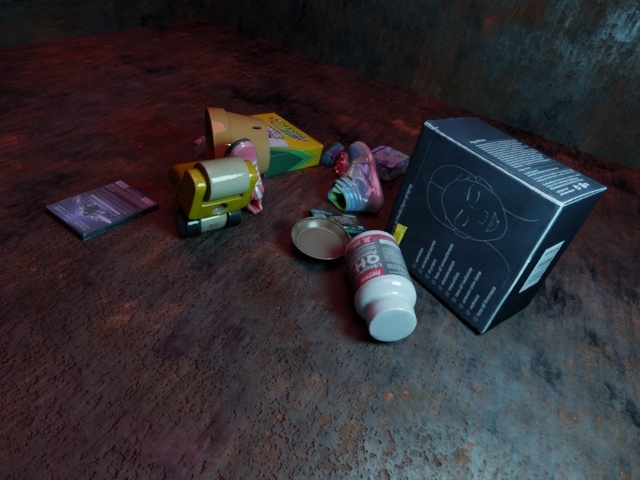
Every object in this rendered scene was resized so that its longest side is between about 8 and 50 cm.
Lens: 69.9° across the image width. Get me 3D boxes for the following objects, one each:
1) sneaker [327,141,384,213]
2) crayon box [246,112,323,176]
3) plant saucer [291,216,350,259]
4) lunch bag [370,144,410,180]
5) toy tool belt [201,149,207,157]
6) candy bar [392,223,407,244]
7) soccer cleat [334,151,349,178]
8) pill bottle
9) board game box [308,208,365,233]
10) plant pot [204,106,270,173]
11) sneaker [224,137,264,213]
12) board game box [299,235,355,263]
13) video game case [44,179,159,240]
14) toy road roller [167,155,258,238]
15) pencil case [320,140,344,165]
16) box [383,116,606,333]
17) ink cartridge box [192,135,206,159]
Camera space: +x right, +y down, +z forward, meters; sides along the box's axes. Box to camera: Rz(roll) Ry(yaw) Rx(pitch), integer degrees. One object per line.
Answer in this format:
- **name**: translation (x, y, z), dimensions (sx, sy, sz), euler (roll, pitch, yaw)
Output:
- **sneaker**: translation (0.112, -0.251, 1.792), dimensions (0.208, 0.127, 0.319), euler (-6, 65, -20)
- **crayon box**: translation (-0.225, -0.430, 2.002), dimensions (0.313, 0.106, 0.363), euler (-22, 49, -39)
- **plant saucer**: translation (0.000, 0.000, 1.508), dimensions (0.198, 0.036, 0.199), euler (8, 42, -7)
- **lunch bag**: translation (0.293, -0.359, 2.099), dimensions (0.176, 0.090, 0.219), euler (30, 38, 25)
- **toy tool belt**: translation (-0.443, -0.342, 1.868), dimensions (0.083, 0.052, 0.051), euler (7, 5, -14)
- **candy bar**: translation (0.239, 0.023, 1.514), dimensions (0.018, 0.161, 0.040), euler (6, 20, -47)
- **soccer cleat**: translation (0.120, -0.295, 1.971), dimensions (0.095, 0.083, 0.248), euler (20, 34, -18)
- **pill bottle**: translation (0.175, 0.129, 1.327), dimensions (0.176, 0.176, 0.318), euler (6, 37, -11)
- **board game box**: translation (0.057, -0.068, 1.654), dimensions (0.186, 0.026, 0.126), euler (7, 25, -15)
- **plant pot**: translation (-0.306, -0.341, 1.686), dimensions (0.203, 0.291, 0.291), euler (-6, 40, -18)
- **sneaker**: translation (-0.235, -0.211, 1.548), dimensions (0.116, 0.314, 0.136), euler (-32, 64, -22)
- **board game box**: translation (0.067, 0.024, 1.558), dimensions (0.259, 0.030, 0.136), euler (14, 38, -1)
- **video game case**: translation (-0.699, -0.107, 1.480), dimensions (0.196, 0.026, 0.274), euler (30, 40, 21)
- **toy road roller**: translation (-0.364, -0.178, 1.437), dimensions (0.202, 0.329, 0.241), euler (-18, 69, -36)
- **pencil case**: translation (0.057, -0.393, 2.081), dimensions (0.070, 0.064, 0.152), euler (-17, 23, 33)
- **box**: translation (0.495, -0.064, 1.438), dimensions (0.297, 0.480, 0.472), euler (-16, 46, -37)
- **ink cartridge box**: translation (-0.502, -0.379, 1.876), dimensions (0.029, 0.063, 0.115), euler (21, 36, 7)
